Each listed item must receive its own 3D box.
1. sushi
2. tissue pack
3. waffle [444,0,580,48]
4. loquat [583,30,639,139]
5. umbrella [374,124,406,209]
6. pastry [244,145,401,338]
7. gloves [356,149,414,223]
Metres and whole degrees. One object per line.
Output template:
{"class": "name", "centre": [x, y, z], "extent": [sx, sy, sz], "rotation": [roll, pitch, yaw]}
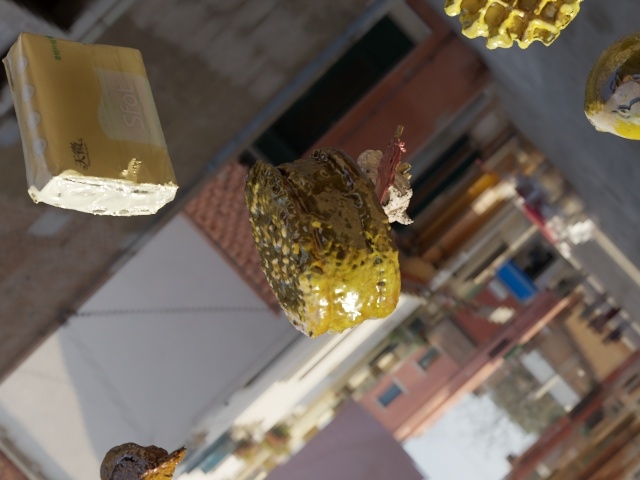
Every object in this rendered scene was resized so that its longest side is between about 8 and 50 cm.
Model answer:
{"class": "sushi", "centre": [-0.144, 0.186, 1.066], "extent": [0.047, 0.050, 0.099], "rotation": [3, 173, -42]}
{"class": "tissue pack", "centre": [-0.281, -0.140, 1.623], "extent": [0.186, 0.090, 0.222], "rotation": [6, -125, -39]}
{"class": "waffle", "centre": [0.190, -0.278, 1.277], "extent": [0.191, 0.191, 0.038], "rotation": [46, -171, -4]}
{"class": "loquat", "centre": [0.457, -0.218, 1.894], "extent": [0.152, 0.195, 0.152], "rotation": [33, -139, -34]}
{"class": "umbrella", "centre": [0.084, -0.085, 1.684], "extent": [0.027, 0.165, 0.025], "rotation": [18, 143, 3]}
{"class": "pastry", "centre": [0.000, 0.000, 1.308], "extent": [0.189, 0.103, 0.188], "rotation": [161, 90, -74]}
{"class": "gloves", "centre": [0.070, -0.065, 1.912], "extent": [0.144, 0.094, 0.110], "rotation": [-10, -114, -47]}
